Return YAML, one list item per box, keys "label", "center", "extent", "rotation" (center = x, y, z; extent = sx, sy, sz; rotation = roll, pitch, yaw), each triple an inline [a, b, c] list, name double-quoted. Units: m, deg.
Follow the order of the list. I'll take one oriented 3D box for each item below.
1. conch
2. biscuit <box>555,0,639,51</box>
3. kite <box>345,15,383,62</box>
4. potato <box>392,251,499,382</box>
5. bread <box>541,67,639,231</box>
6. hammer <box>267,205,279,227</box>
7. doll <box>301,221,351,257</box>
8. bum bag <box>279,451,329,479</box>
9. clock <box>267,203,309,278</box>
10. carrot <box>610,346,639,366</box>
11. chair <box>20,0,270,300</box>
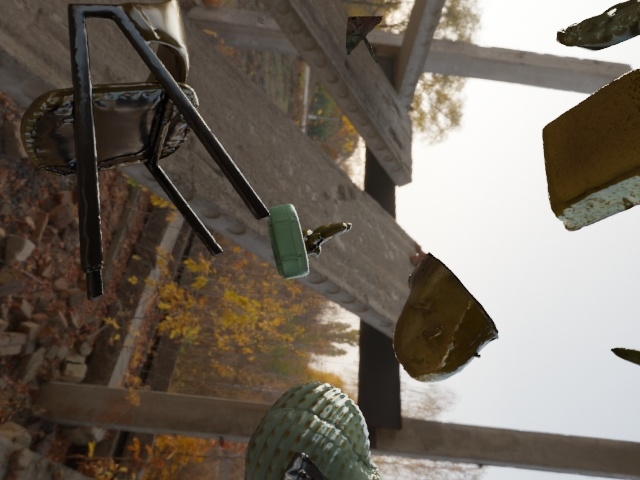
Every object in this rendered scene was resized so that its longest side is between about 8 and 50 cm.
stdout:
- label: "conch"
  center: [-0.023, 0.431, 0.894]
  extent: [0.319, 0.303, 0.215]
  rotation: [-8, -76, 50]
- label: "biscuit"
  center: [0.691, -0.490, 0.899]
  extent: [0.335, 0.329, 0.078]
  rotation: [2, -59, 60]
- label: "kite"
  center: [0.122, -0.555, 1.169]
  extent: [0.137, 0.153, 0.005]
  rotation: [-40, 174, 28]
- label: "potato"
  center: [0.326, 0.244, 1.334]
  extent: [0.290, 0.296, 0.397]
  rotation: [55, -1, -40]
- label: "bread"
  center: [0.742, -0.229, 1.094]
  extent: [0.323, 0.143, 0.333]
  rotation: [-33, -142, 53]
- label: "hammer"
  center: [-0.126, -0.081, 1.423]
  extent: [0.078, 0.021, 0.201]
  rotation: [-65, 174, 11]
- label: "doll"
  center: [0.000, 0.000, 1.334]
  extent: [0.097, 0.209, 0.137]
  rotation: [65, 27, -11]
- label: "bum bag"
  center: [0.024, 0.467, 0.695]
  extent: [0.060, 0.248, 0.123]
  rotation: [-49, -179, 43]
- label: "clock"
  center: [-0.071, 0.012, 0.903]
  extent: [0.188, 0.060, 0.148]
  rotation: [123, -47, -78]
- label: "carrot"
  center: [1.148, 0.412, 1.386]
  extent: [0.358, 0.074, 0.074]
  rotation: [13, -81, 44]
- label: "chair"
  center: [-0.170, -0.096, 0.392]
  extent: [0.158, 0.172, 0.247]
  rotation: [-29, -95, 59]
